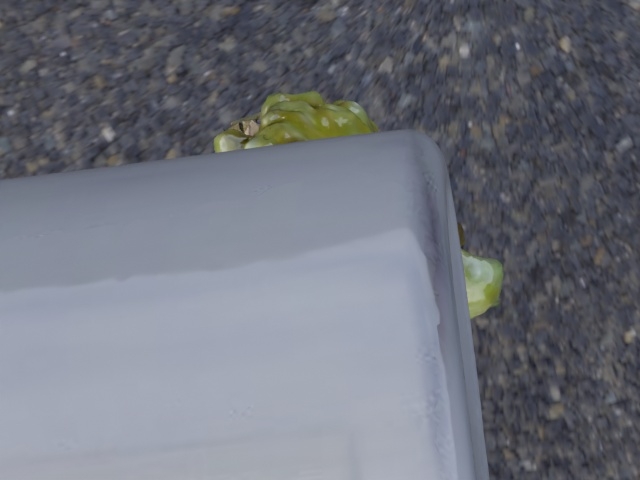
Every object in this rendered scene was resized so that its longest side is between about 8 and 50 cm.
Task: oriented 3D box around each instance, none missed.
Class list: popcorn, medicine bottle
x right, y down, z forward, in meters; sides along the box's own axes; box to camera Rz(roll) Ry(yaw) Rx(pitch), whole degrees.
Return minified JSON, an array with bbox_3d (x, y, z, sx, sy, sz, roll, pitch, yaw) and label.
[{"bbox_3d":[0.002,0.007,1.385,0.274,0.335,0.279,19,130,-26],"label":"popcorn"},{"bbox_3d":[-0.105,0.075,0.579,0.340,0.208,0.208,-7,102,8],"label":"medicine bottle"}]

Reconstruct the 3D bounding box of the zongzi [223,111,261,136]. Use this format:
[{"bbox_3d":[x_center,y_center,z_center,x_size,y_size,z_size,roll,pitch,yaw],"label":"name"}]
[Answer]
[{"bbox_3d":[0.002,-0.102,1.738,0.197,0.194,0.099,-12,63,34],"label":"zongzi"}]
